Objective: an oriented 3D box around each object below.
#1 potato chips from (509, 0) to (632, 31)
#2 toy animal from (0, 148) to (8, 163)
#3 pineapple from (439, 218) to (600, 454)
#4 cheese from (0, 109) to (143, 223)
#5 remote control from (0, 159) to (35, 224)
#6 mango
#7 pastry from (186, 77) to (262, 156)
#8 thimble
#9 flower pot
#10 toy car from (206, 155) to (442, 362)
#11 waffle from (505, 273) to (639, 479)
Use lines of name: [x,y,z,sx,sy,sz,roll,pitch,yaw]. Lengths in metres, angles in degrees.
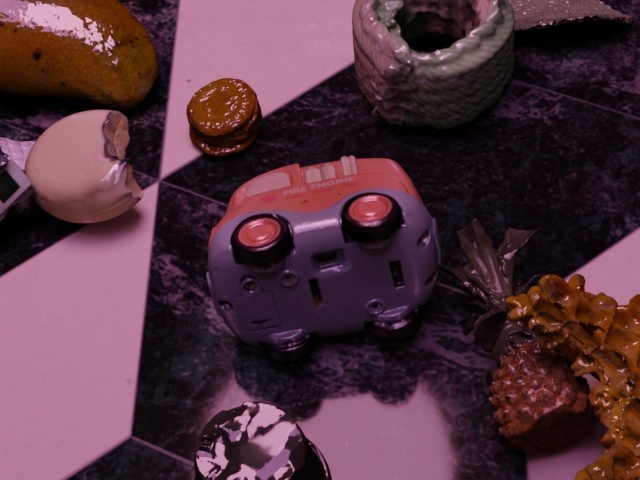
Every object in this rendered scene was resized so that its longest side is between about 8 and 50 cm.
potato chips: [0.298,-0.333,1.977,0.167,0.059,0.228,-29,50,-20]
toy animal: [-0.466,-0.112,1.896,0.108,0.062,0.220,-51,37,-5]
pineapple: [0.225,0.101,1.639,0.130,0.119,0.277,-27,51,11]
cheese: [-0.340,-0.086,1.871,0.249,0.071,0.163,-10,53,18]
remote control: [-0.428,-0.025,1.834,0.166,0.029,0.065,-46,53,0]
mango: [-0.371,-0.282,1.967,0.330,0.175,0.176,11,101,15]
pastry: [-0.126,-0.162,1.908,0.097,0.057,0.109,13,56,18]
thimble: [0.141,-0.255,1.882,0.219,0.150,0.219,-3,53,4]
flower pot: [-0.070,0.246,1.576,0.157,0.107,0.157,-4,52,5]
toy car: [0.000,0.000,1.706,0.271,0.180,0.212,-13,39,2]
waffle: [0.331,0.163,1.527,0.260,0.069,0.293,9,50,-37]
